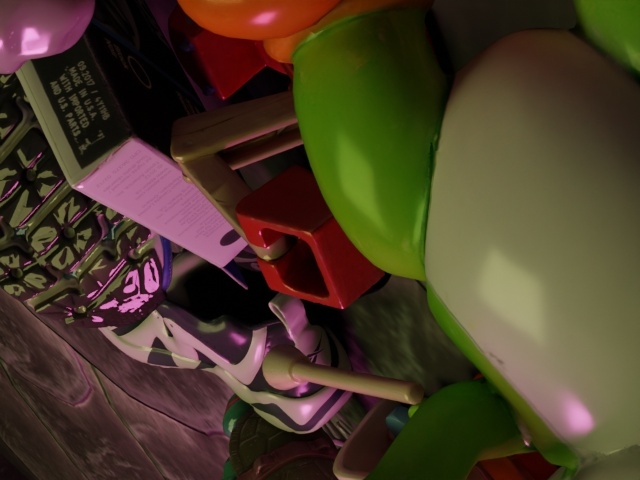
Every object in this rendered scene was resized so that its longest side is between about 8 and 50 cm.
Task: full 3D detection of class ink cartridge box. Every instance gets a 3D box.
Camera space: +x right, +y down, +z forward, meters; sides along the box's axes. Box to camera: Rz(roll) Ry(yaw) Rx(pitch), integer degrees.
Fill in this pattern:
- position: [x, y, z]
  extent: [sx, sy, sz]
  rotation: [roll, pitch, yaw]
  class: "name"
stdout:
- position: [-0.103, -0.089, 0.777]
  extent: [0.206, 0.045, 0.208]
  rotation: [61, -171, 22]
  class: "ink cartridge box"

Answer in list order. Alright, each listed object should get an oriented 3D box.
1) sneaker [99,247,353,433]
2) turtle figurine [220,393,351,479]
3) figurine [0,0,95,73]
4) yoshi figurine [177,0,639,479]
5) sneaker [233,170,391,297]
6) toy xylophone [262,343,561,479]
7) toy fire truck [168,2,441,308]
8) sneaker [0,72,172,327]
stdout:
- position: [-0.089, 0.028, 1.027]
  extent: [0.235, 0.094, 0.153]
  rotation: [32, 153, 34]
  class: "sneaker"
- position: [-0.024, 0.183, 1.055]
  extent: [0.118, 0.175, 0.234]
  rotation: [81, 164, -46]
  class: "turtle figurine"
- position: [-0.062, -0.145, 0.491]
  extent: [0.092, 0.209, 0.215]
  rotation: [46, 160, 4]
  class: "figurine"
- position: [0.086, 0.050, 0.442]
  extent: [0.203, 0.203, 0.362]
  rotation: [-9, 104, 59]
  class: "yoshi figurine"
- position: [0.000, 0.000, 0.836]
  extent: [0.078, 0.067, 0.188]
  rotation: [56, 155, -8]
  class: "sneaker"
- position: [0.096, 0.139, 0.882]
  extent: [0.236, 0.081, 0.323]
  rotation: [54, 158, -20]
  class: "toy xylophone"
- position: [-0.019, -0.057, 0.673]
  extent: [0.192, 0.135, 0.047]
  rotation: [27, 152, 42]
  class: "toy fire truck"
- position: [-0.173, -0.104, 0.895]
  extent: [0.330, 0.130, 0.147]
  rotation: [62, -157, 4]
  class: "sneaker"
